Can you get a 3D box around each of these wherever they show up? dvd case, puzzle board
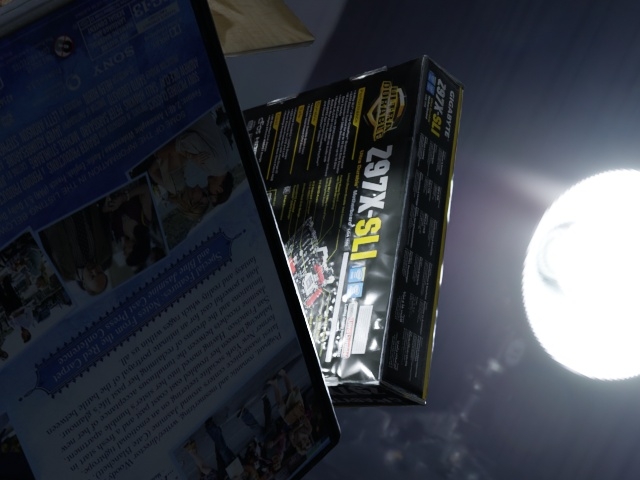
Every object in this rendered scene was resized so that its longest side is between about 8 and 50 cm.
[{"bbox_3d":[-0.083,0.042,0.360,0.022,0.180,0.253,22,140,41],"label":"dvd case"},{"bbox_3d":[-0.072,-0.157,0.589,0.128,0.011,0.096,50,-143,13],"label":"puzzle board"}]

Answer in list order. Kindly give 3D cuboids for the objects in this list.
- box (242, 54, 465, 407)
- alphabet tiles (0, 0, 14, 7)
[{"bbox_3d":[0.000,0.000,0.964,0.257,0.322,0.079,-9,152,39],"label":"box"},{"bbox_3d":[-0.257,-0.204,0.939,0.021,0.278,0.284,39,167,32],"label":"alphabet tiles"}]
